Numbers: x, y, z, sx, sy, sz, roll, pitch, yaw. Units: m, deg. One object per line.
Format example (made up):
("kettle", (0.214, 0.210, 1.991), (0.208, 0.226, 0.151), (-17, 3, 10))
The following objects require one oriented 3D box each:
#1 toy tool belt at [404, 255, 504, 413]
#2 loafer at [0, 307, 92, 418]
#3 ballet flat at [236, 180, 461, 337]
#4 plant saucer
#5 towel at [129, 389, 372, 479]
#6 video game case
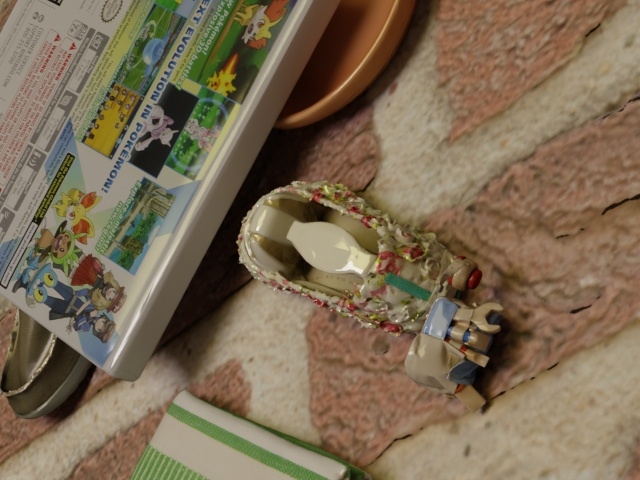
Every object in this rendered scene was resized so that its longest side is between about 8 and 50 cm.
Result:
("toy tool belt", (0.089, 0.056, 0.897), (0.051, 0.052, 0.083), (24, 92, 22))
("loafer", (-0.227, 0.023, 1.258), (0.094, 0.087, 0.251), (-6, 65, 49))
("ballet flat", (0.000, 0.000, 1.005), (0.241, 0.077, 0.091), (16, 83, 54))
("plant saucer", (0.007, -0.172, 1.129), (0.200, 0.037, 0.200), (-29, 49, 38))
("towel", (-0.094, 0.275, 0.999), (0.248, 0.038, 0.325), (14, 83, 54))
("video game case", (-0.165, -0.099, 1.172), (0.300, 0.036, 0.329), (30, 92, 39))
